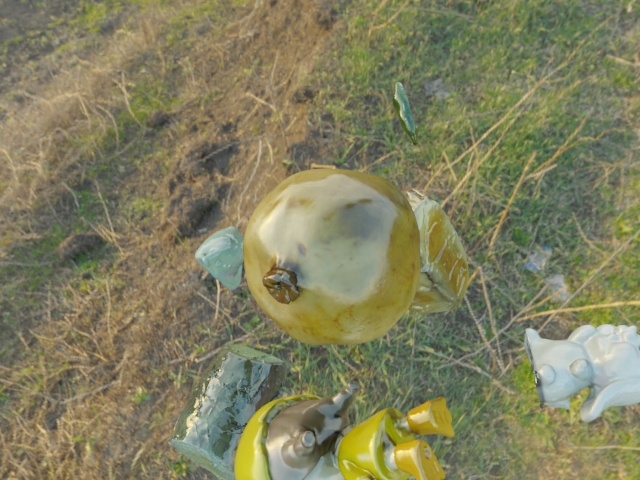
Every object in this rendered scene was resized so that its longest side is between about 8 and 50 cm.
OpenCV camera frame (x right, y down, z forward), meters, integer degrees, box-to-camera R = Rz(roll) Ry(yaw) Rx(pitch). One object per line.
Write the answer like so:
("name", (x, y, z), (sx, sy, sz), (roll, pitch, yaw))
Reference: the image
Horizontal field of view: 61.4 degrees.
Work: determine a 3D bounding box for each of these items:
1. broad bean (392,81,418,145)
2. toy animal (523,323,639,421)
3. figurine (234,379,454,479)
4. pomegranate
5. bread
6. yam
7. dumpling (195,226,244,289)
("broad bean", (0.247, -0.373, 1.578), (0.046, 0.061, 0.195), (-19, 92, 6))
("toy animal", (0.605, 0.298, 1.214), (0.289, 0.174, 0.249), (-4, 24, 36))
("figurine", (0.027, 0.323, 0.832), (0.344, 0.215, 0.187), (-21, 88, 30))
("pomegranate", (0.027, 0.022, 0.870), (0.307, 0.307, 0.307), (1, 54, -1))
("bread", (0.257, 0.049, 1.444), (0.183, 0.388, 0.236), (6, 52, 41))
("yam", (-0.196, 0.376, 1.214), (0.202, 0.201, 0.271), (21, 56, 10))
("dumpling", (-0.246, 0.046, 1.425), (0.149, 0.105, 0.216), (45, 23, -2))
